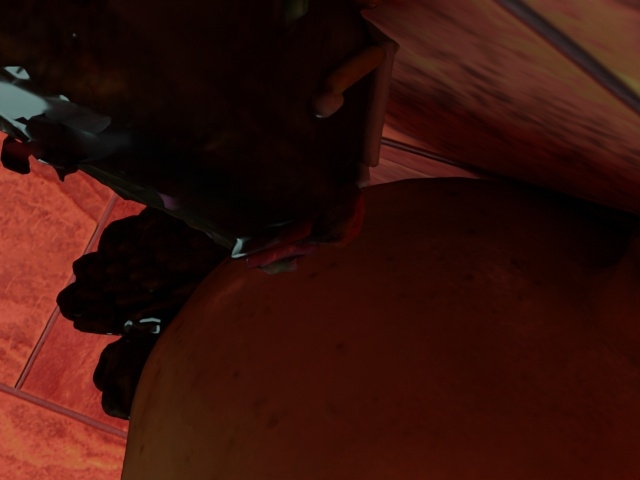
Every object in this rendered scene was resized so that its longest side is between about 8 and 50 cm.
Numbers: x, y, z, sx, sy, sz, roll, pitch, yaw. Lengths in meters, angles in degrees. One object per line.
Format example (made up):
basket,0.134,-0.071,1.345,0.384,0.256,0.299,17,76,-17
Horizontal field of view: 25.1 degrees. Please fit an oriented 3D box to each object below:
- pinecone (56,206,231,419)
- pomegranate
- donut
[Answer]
pinecone,-0.049,0.067,1.131,0.296,0.242,0.298,34,176,-36
pomegranate,0.082,0.118,0.635,0.338,0.338,0.338,27,177,2
donut,-0.097,-0.081,0.445,0.270,0.103,0.270,27,179,0
